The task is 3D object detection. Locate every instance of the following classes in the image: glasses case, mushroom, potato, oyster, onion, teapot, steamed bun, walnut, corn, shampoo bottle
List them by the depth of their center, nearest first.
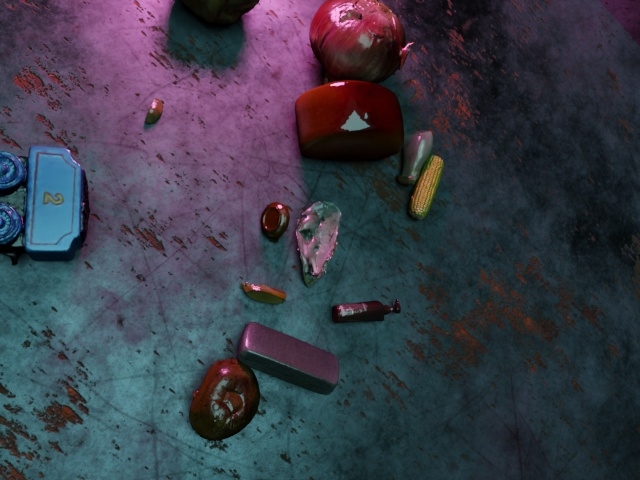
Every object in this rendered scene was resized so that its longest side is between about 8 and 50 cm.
[{"bbox_3d":[-0.263,0.458,1.416,0.194,0.138,0.231,22,73,-14],"label":"mushroom"},{"bbox_3d":[-0.093,0.359,1.504,0.323,0.074,0.131,25,35,-14],"label":"glasses case"},{"bbox_3d":[-0.519,-0.409,1.559,0.037,0.036,0.093,22,72,-10],"label":"potato"},{"bbox_3d":[-0.325,-0.850,1.598,0.282,0.277,0.253,35,75,-21],"label":"walnut"},{"bbox_3d":[-0.143,-0.059,1.606,0.098,0.078,0.129,7,85,23],"label":"teapot"},{"bbox_3d":[0.001,-0.001,1.632,0.199,0.087,0.252,-21,79,-12],"label":"oyster"},{"bbox_3d":[0.157,0.235,1.652,0.236,0.067,0.068,-1,89,-20],"label":"shampoo bottle"},{"bbox_3d":[0.112,-0.402,1.668,0.379,0.248,0.235,-1,79,-19],"label":"steamed bun"},{"bbox_3d":[0.136,-0.682,1.702,0.353,0.353,0.354,4,78,-19],"label":"onion"},{"bbox_3d":[0.385,-0.192,1.811,0.081,0.081,0.249,26,71,-13],"label":"corn"},{"bbox_3d":[0.350,-0.307,1.816,0.093,0.116,0.225,20,74,-53],"label":"mushroom"}]

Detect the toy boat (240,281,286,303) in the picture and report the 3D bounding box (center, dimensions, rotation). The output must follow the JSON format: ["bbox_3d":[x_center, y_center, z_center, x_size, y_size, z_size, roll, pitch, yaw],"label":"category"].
[{"bbox_3d":[-0.180,0.165,1.559,0.149,0.049,0.047,16,116,-11],"label":"toy boat"}]

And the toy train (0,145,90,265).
[{"bbox_3d":[-0.764,-0.088,1.332,0.264,0.188,0.301,1,77,-24],"label":"toy train"}]
